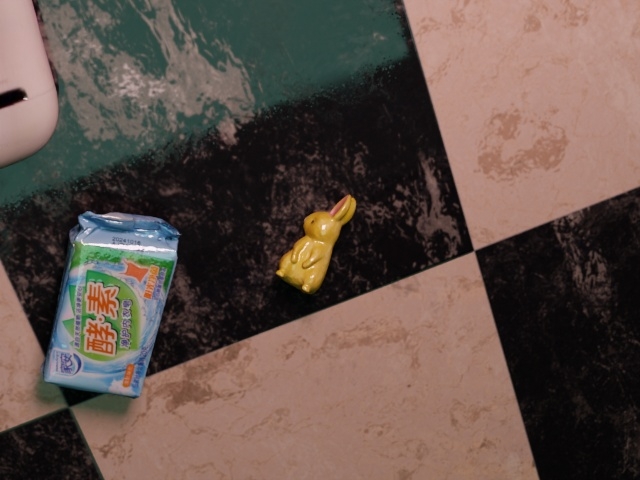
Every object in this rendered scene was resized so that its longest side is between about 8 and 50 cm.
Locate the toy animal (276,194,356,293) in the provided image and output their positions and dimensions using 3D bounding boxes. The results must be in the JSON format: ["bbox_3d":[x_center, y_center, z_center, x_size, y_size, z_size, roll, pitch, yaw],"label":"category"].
[{"bbox_3d":[-0.001,-0.001,1.659,0.070,0.083,0.159,29,89,6],"label":"toy animal"}]

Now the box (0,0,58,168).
[{"bbox_3d":[-0.479,-0.240,1.376,0.288,0.141,0.349,-28,117,-40],"label":"box"}]

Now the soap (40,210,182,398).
[{"bbox_3d":[-0.303,0.096,1.610,0.156,0.077,0.293,11,106,-16],"label":"soap"}]
